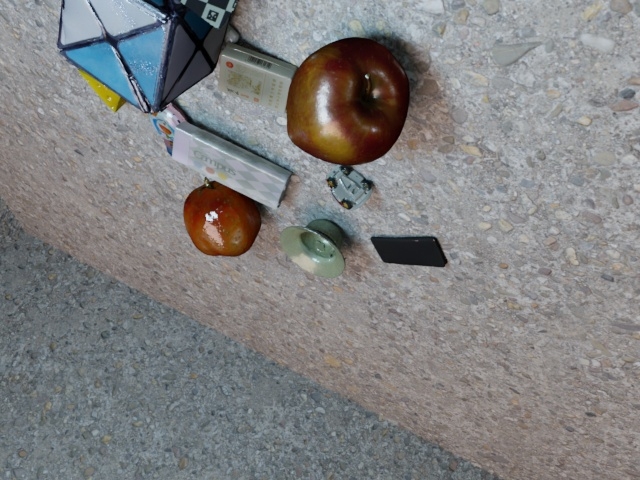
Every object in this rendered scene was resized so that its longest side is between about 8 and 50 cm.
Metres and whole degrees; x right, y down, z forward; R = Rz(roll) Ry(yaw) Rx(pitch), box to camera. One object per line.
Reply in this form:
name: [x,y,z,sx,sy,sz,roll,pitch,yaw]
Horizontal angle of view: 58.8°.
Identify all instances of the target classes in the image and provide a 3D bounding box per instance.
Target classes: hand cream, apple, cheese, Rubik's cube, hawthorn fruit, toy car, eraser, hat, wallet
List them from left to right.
cheese: [-0.724,-0.542,1.921,0.171,0.093,0.126,42,148,-10]
Rubik's cube: [-0.417,-0.544,1.387,0.305,0.310,0.307,36,136,1]
cheese: [-0.516,-0.382,1.966,0.189,0.074,0.286,27,148,15]
hand cream: [-0.286,-0.588,1.515,0.194,0.042,0.067,43,152,-11]
hawthorn fruit: [-0.358,-0.092,2.044,0.275,0.275,0.299,4,123,39]
eraser: [-0.297,-0.247,1.891,0.397,0.082,0.213,26,147,-2]
hat: [0.000,0.000,1.953,0.257,0.130,0.257,24,147,16]
toy car: [0.075,-0.154,1.722,0.139,0.112,0.112,46,163,-1]
apple: [0.062,-0.318,1.349,0.288,0.288,0.317,45,159,-17]
wallet: [0.283,0.034,1.844,0.244,0.025,0.124,2,136,41]

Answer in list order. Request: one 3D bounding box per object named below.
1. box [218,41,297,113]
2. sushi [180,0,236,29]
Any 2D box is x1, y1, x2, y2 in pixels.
box: [-0.174,-0.442,1.552,0.201,0.058,0.141,18,148,-1]
sushi: [-0.210,-0.616,1.199,0.192,0.279,0.043,36,176,0]
